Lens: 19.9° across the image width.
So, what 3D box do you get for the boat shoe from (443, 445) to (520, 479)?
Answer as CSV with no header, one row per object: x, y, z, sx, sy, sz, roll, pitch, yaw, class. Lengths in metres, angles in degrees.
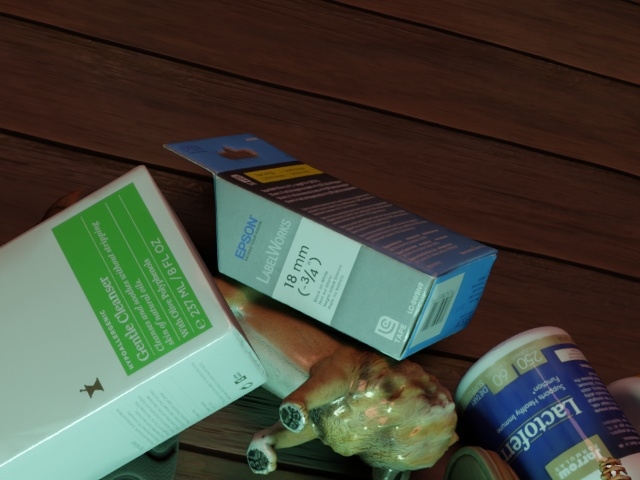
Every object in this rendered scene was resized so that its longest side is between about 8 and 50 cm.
0.217,0.355,1.876,0.104,0.111,0.307,1,59,-34,boat shoe

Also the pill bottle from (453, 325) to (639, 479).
0.272,0.236,1.976,0.153,0.153,0.264,-10,55,-37,pill bottle

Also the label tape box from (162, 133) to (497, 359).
0.000,0.000,2.008,0.334,0.106,0.241,26,14,17,label tape box

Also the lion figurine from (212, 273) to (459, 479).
-0.046,0.120,1.922,0.392,0.142,0.240,41,35,17,lion figurine

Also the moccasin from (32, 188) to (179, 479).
-0.236,0.139,1.792,0.139,0.147,0.380,7,64,-46,moccasin

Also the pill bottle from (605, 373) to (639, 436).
0.452,0.212,2.099,0.278,0.162,0.162,-11,56,-37,pill bottle

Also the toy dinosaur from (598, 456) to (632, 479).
0.373,0.340,1.753,0.218,0.164,0.322,4,63,-41,toy dinosaur

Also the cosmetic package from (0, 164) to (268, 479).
-0.257,0.121,1.637,0.366,0.155,0.197,-31,66,-3,cosmetic package
